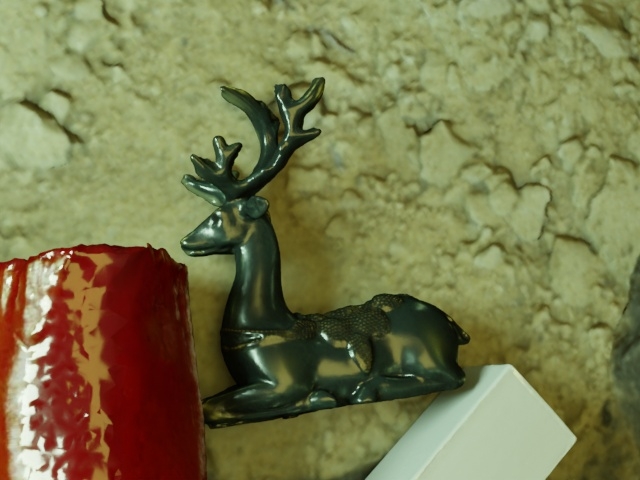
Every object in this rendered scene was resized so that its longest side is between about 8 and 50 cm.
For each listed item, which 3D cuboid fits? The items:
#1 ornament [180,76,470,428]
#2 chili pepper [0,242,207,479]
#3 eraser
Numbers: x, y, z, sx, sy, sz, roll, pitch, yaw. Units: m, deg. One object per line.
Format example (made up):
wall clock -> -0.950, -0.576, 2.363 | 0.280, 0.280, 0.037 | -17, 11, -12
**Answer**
ornament -> 0.000, 0.000, 0.704 | 0.202, 0.080, 0.236 | -7, 84, -16
chili pepper -> -0.126, 0.175, 0.600 | 0.131, 0.134, 0.338 | -10, 80, 6
eraser -> 0.045, 0.215, 0.686 | 0.076, 0.078, 0.298 | 47, 70, -7
